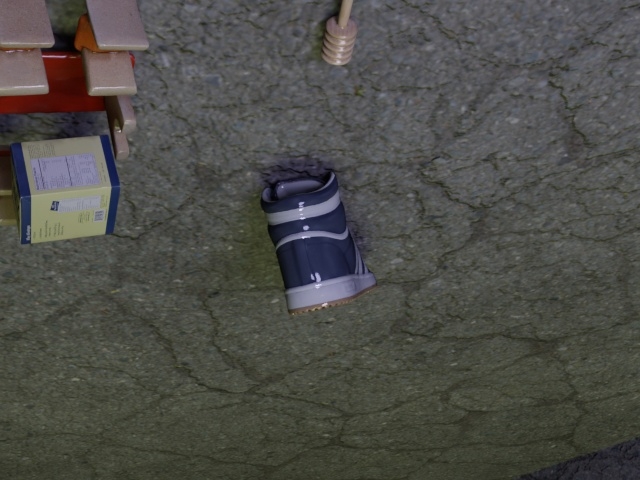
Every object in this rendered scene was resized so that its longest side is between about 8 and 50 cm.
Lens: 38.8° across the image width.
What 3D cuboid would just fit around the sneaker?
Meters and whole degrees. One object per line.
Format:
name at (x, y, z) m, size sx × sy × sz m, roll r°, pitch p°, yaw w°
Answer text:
sneaker at (0.000, 0.000, 1.106) m, size 0.099 × 0.153 × 0.282 m, roll -15°, pitch 179°, yaw 8°

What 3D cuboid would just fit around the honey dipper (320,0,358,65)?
honey dipper at (0.027, -0.220, 0.789) m, size 0.030 × 0.030 × 0.161 m, roll 0°, pitch 145°, yaw -12°

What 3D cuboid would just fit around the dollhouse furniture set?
dollhouse furniture set at (-0.295, -0.136, 0.799) m, size 0.259 × 0.135 × 0.262 m, roll -5°, pitch 152°, yaw -26°

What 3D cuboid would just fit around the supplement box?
supplement box at (-0.227, -0.044, 0.803) m, size 0.083 × 0.056 × 0.083 m, roll -8°, pitch 153°, yaw -22°
